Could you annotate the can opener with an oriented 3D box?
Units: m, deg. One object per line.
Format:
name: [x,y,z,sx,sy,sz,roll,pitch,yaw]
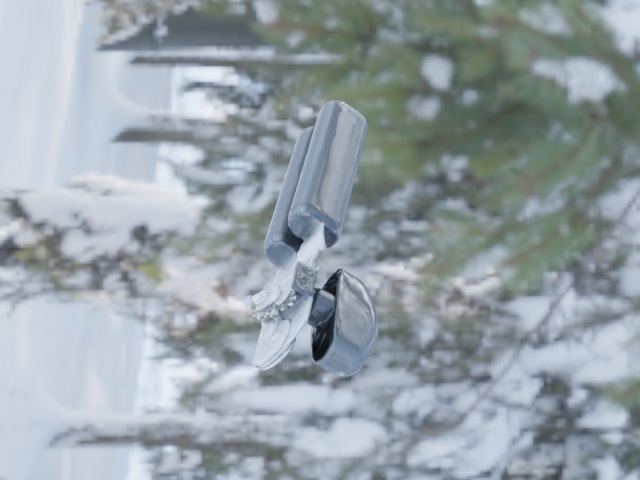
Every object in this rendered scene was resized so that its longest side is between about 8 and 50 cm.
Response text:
can opener: [0.000,0.000,1.055,0.074,0.093,0.280,-45,-156,38]
